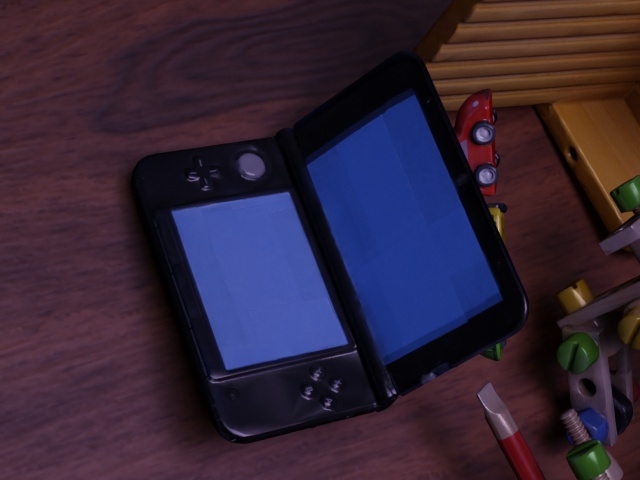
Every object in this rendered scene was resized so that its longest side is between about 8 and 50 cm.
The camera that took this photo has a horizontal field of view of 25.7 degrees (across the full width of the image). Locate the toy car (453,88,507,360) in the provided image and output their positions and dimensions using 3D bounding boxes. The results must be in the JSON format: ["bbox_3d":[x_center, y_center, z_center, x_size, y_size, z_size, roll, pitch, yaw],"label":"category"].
[{"bbox_3d":[0.145,0.008,1.313,0.053,0.239,0.225,-3,55,10],"label":"toy car"}]

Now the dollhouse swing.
[{"bbox_3d":[0.297,-0.115,1.320,0.305,0.347,0.315,-23,79,-28],"label":"dollhouse swing"}]

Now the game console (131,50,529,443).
[{"bbox_3d":[0.000,0.000,1.257,0.250,0.173,0.293,-10,66,-27],"label":"game console"}]

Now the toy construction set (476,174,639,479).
[{"bbox_3d":[0.276,0.083,1.325,0.309,0.257,0.237,-32,97,-21],"label":"toy construction set"}]
